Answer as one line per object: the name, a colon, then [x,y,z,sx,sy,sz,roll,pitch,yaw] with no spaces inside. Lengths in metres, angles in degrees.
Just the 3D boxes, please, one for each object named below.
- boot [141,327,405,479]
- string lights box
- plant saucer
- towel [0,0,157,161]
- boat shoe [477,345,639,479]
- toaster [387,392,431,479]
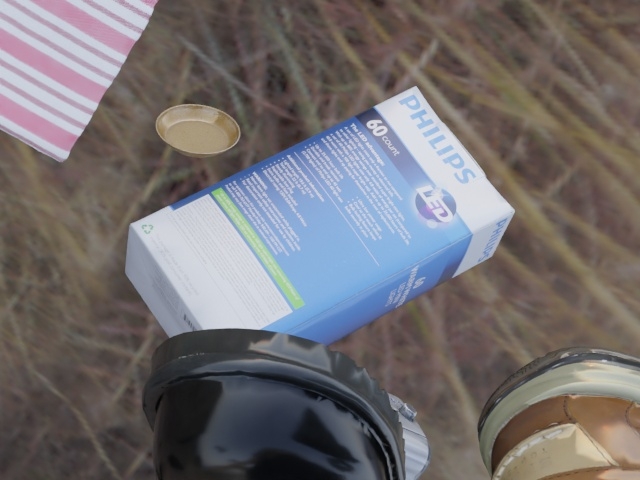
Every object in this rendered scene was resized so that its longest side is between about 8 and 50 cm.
boot: [-0.012,0.235,0.886,0.348,0.131,0.260,67,22,-46]
string lights box: [0.000,0.000,1.233,0.259,0.133,0.077,-27,158,-23]
plant saucer: [-0.121,-0.104,1.621,0.083,0.083,0.015,-18,137,-33]
towel: [-0.252,-0.189,1.531,0.144,0.029,0.197,31,85,-14]
boat shoe: [0.225,0.166,0.818,0.324,0.120,0.123,20,124,-11]
toaster: [-0.001,0.246,1.815,0.227,0.129,0.146,-44,136,11]
